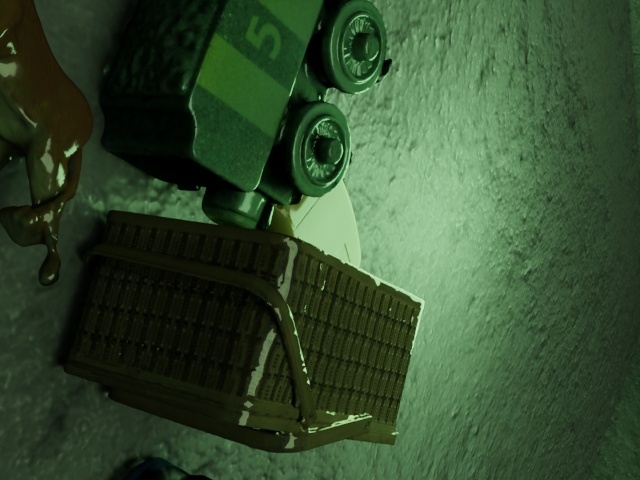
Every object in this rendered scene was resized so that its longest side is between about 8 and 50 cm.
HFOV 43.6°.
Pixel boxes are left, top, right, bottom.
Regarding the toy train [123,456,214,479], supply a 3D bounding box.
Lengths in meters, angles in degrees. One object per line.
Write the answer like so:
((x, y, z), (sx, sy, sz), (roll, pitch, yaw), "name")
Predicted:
((-0.156, 0.384, 0.784), (0.300, 0.188, 0.265), (-35, 132, -50), "toy train")

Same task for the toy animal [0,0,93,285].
((-0.231, -0.139, 0.593), (0.157, 0.097, 0.312), (-51, 140, -45), "toy animal")

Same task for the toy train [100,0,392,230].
((-0.064, -0.167, 0.773), (0.238, 0.167, 0.299), (30, 74, -50), "toy train")

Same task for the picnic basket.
((-0.066, 0.100, 0.788), (0.313, 0.228, 0.175), (28, 74, -57), "picnic basket")

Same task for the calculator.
((0.000, 0.000, 1.032), (0.157, 0.033, 0.236), (-55, 142, -33), "calculator")
